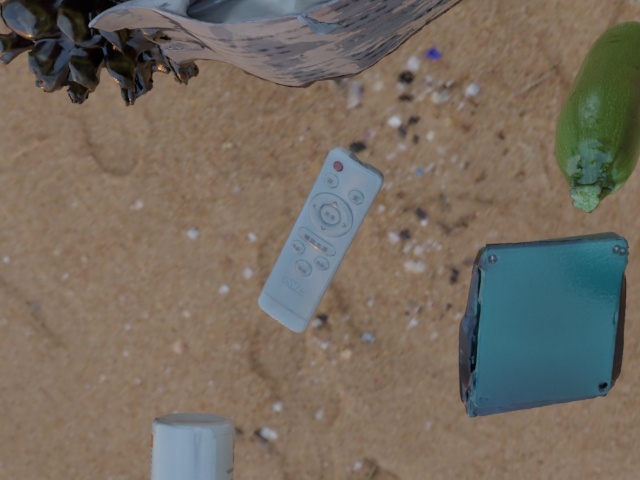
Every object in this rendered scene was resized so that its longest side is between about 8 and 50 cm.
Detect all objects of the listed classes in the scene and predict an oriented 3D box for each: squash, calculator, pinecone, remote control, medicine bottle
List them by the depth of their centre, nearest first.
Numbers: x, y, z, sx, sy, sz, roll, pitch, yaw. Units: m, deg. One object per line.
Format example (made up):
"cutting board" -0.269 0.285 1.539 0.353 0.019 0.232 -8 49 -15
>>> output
"remote control" 0.000 0.000 1.073 0.050 0.027 0.184 34 129 8
"pinecone" -0.228 -0.261 1.462 0.243 0.243 0.257 41 104 -2
"squash" 0.323 -0.147 1.479 0.101 0.379 0.101 11 129 14
"calculator" 0.324 0.115 1.917 0.248 0.058 0.274 -7 111 -16
"medicine bottle" -0.214 0.417 2.179 0.144 0.144 0.252 1 88 23

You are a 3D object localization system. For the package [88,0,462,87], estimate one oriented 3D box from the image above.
"package" 0.032 -0.127 0.628 0.251 0.204 0.062 -19 90 5
